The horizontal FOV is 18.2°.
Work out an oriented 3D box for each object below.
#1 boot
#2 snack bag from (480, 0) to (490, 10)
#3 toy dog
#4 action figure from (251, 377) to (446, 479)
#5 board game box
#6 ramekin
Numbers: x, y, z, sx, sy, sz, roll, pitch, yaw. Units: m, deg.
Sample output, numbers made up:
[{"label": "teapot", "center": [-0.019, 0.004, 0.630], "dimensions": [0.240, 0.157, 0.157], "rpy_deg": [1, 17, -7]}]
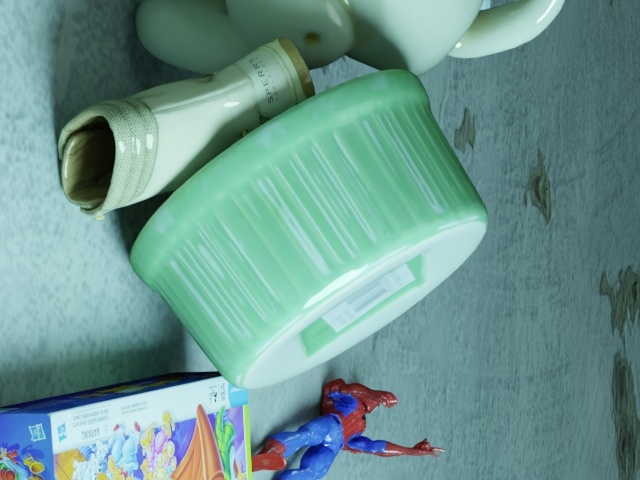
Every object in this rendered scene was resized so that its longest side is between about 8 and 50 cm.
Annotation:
[{"label": "boot", "center": [-0.135, -0.069, 1.720], "dimensions": [0.203, 0.262, 0.095], "rpy_deg": [-22, 79, -28]}, {"label": "snack bag", "center": [0.074, -0.392, 1.931], "dimensions": [0.037, 0.323, 0.342], "rpy_deg": [-26, 141, -29]}, {"label": "toy dog", "center": [0.044, -0.329, 1.710], "dimensions": [0.284, 0.395, 0.408], "rpy_deg": [-58, 172, -41]}, {"label": "action figure", "center": [0.035, 0.208, 2.069], "dimensions": [0.280, 0.139, 0.091], "rpy_deg": [-39, 124, -65]}, {"label": "board game box", "center": [-0.162, 0.240, 1.663], "dimensions": [0.347, 0.078, 0.233], "rpy_deg": [-6, 93, -67]}, {"label": "ramekin", "center": [0.000, 0.000, 1.744], "dimensions": [0.148, 0.303, 0.303], "rpy_deg": [56, 19, 13]}]
